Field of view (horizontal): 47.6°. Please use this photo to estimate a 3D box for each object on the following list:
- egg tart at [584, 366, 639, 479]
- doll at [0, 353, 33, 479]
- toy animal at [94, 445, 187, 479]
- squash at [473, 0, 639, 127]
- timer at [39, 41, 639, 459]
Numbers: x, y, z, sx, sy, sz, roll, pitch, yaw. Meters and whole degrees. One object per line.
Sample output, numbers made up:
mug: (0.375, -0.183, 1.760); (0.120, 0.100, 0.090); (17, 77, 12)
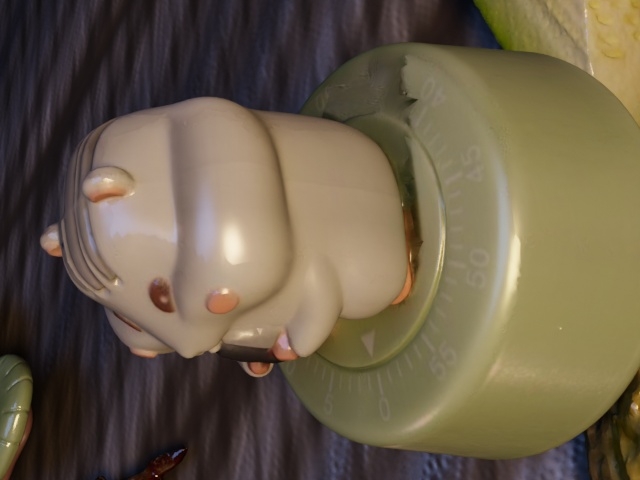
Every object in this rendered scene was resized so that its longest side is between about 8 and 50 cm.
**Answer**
egg tart: (0.275, 0.109, 0.401); (0.278, 0.095, 0.279); (-9, 75, 36)
doll: (-0.452, 0.214, 0.841); (0.284, 0.216, 0.269); (29, 91, 39)
toy animal: (-0.161, 0.329, 0.681); (0.259, 0.087, 0.244); (-27, 67, 33)
squash: (0.206, -0.219, 0.505); (0.289, 0.111, 0.203); (67, 150, 29)
timer: (0.000, 0.000, 0.446); (0.290, 0.315, 0.291); (-8, 80, 53)
